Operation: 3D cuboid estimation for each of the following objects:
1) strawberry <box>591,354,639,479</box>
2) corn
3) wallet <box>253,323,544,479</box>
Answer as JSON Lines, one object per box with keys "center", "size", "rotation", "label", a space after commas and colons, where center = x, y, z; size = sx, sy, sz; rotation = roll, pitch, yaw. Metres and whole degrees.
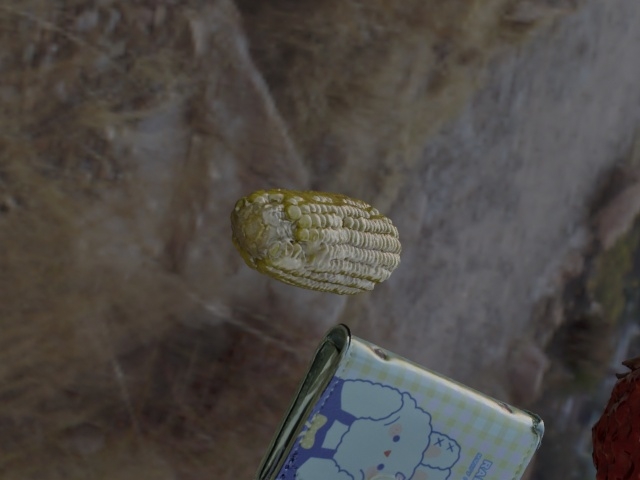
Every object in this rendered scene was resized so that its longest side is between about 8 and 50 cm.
{"center": [0.296, 0.187, 0.996], "size": [0.205, 0.205, 0.244], "rotation": [68, 20, -46], "label": "strawberry"}
{"center": [0.000, 0.000, 1.288], "size": [0.261, 0.097, 0.097], "rotation": [13, 90, -64], "label": "corn"}
{"center": [0.087, 0.240, 1.564], "size": [0.309, 0.077, 0.223], "rotation": [25, 100, -33], "label": "wallet"}
